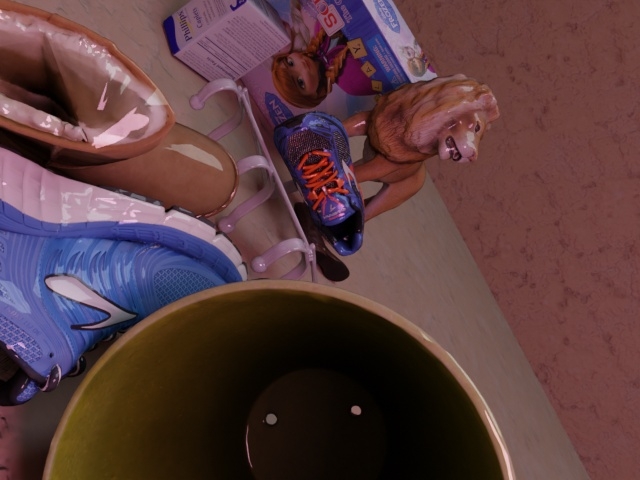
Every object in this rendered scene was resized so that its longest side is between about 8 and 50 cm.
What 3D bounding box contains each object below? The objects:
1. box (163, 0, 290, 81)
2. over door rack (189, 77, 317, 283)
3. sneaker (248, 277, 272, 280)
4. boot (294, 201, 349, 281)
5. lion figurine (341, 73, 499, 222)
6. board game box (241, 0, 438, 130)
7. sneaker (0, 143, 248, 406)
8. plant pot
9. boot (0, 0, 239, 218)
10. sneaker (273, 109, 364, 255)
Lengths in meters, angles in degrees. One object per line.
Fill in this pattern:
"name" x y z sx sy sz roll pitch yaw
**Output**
"box" -0.137 -0.307 1.139 0.126 0.137 0.072 29 34 -59
"over door rack" -0.065 -0.023 0.975 0.324 0.108 0.239 55 11 -68
"sneaker" -0.092 0.093 0.745 0.072 0.077 0.178 33 24 34
"boot" 0.000 0.000 1.210 0.106 0.037 0.114 45 18 -45
"lion figurine" 0.111 -0.124 1.167 0.392 0.240 0.142 116 -48 -80
"board game box" -0.019 -0.317 1.222 0.066 0.318 0.318 -39 100 -38
"sneaker" -0.181 0.033 0.512 0.330 0.130 0.147 20 77 -51
"plant pot" -0.013 0.172 0.578 0.274 0.275 0.293 62 2 7
"boot" -0.141 -0.070 0.544 0.236 0.089 0.269 15 -4 -21
"sneaker" 0.012 -0.064 0.901 0.221 0.083 0.087 57 13 -49
